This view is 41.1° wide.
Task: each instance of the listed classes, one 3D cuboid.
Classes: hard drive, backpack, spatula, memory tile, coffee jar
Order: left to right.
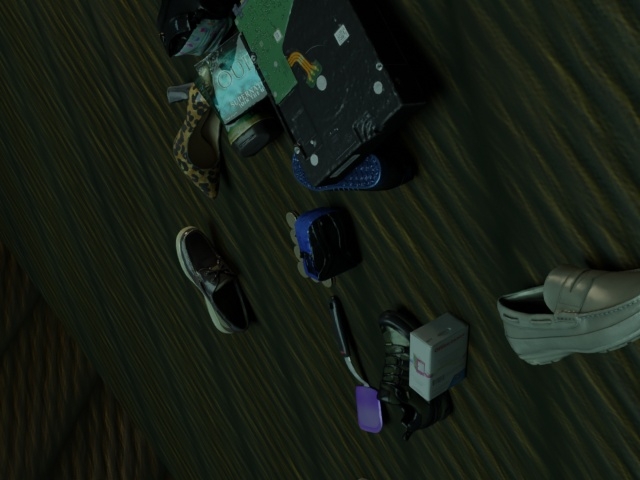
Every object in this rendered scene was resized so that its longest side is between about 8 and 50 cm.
[{"bbox_3d":[-0.232,-0.415,1.578,0.182,0.115,0.152,-47,53,52],"label":"backpack"},{"bbox_3d":[-0.156,-0.252,1.617,0.096,0.079,0.184,-34,82,32],"label":"coffee jar"},{"bbox_3d":[-0.019,0.017,1.695,0.113,0.012,0.148,19,128,50],"label":"memory tile"},{"bbox_3d":[0.000,0.000,1.569,0.101,0.098,0.120,21,131,54],"label":"backpack"},{"bbox_3d":[0.001,-0.283,1.297,0.237,0.064,0.339,-41,70,45],"label":"hard drive"},{"bbox_3d":[0.067,0.251,1.728,0.084,0.030,0.297,-1,112,56],"label":"spatula"}]

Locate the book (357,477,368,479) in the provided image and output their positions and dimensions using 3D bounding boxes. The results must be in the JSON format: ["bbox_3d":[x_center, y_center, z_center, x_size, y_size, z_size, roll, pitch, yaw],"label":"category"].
[{"bbox_3d":[0.068,0.580,1.868,0.096,0.144,0.035,12,123,52],"label":"book"}]

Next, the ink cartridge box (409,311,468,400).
[{"bbox_3d":[0.197,0.192,1.426,0.052,0.088,0.123,37,140,41],"label":"ink cartridge box"}]

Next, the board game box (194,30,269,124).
[{"bbox_3d":[-0.131,-0.305,1.524,0.186,0.026,0.126,-29,89,33],"label":"board game box"}]

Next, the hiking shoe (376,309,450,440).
[{"bbox_3d":[0.146,0.237,1.513,0.086,0.114,0.227,-18,98,59],"label":"hiking shoe"}]

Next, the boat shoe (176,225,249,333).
[{"bbox_3d":[-0.244,0.094,2.018,0.092,0.102,0.285,-2,115,52],"label":"boat shoe"}]

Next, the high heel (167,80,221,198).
[{"bbox_3d":[-0.228,-0.205,1.769,0.186,0.093,0.261,5,117,51],"label":"high heel"}]

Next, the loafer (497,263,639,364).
[{"bbox_3d":[0.337,0.084,1.108,0.111,0.112,0.319,53,150,0],"label":"loafer"}]

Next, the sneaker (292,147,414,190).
[{"bbox_3d":[0.050,-0.117,1.399,0.232,0.090,0.082,15,102,49],"label":"sneaker"}]
